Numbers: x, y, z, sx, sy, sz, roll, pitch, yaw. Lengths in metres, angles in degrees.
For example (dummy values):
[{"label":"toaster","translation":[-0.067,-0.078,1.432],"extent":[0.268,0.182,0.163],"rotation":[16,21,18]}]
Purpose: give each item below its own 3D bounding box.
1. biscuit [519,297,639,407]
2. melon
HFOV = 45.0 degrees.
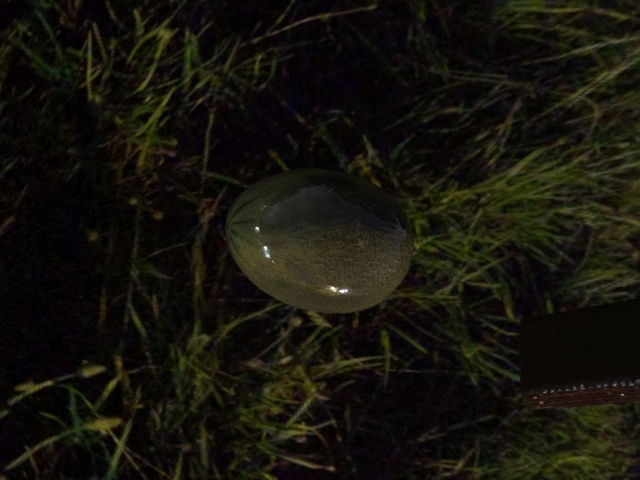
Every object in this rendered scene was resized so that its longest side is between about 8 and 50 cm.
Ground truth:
[{"label":"biscuit","translation":[0.401,0.119,0.876],"extent":[0.073,0.388,0.107],"rotation":[27,58,-38]},{"label":"melon","translation":[0.000,0.000,0.525],"extent":[0.130,0.098,0.098],"rotation":[9,81,-15]}]
